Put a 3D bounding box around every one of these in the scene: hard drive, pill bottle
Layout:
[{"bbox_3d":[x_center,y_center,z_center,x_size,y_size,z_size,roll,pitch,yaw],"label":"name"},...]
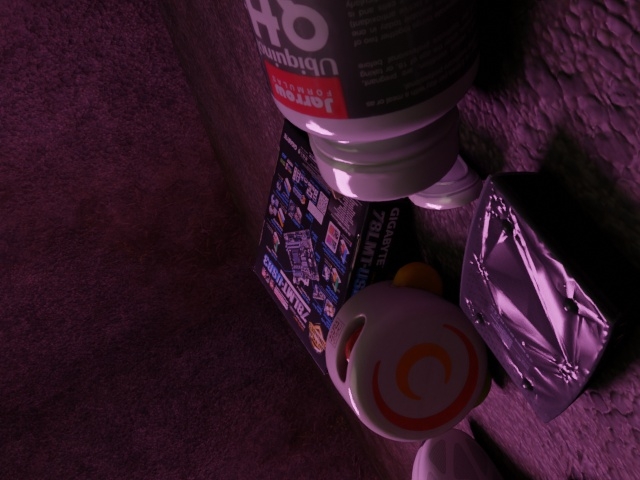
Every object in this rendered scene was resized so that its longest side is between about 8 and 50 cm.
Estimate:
[{"bbox_3d":[0.199,0.057,0.656,0.172,0.054,0.254,57,168,28],"label":"hard drive"},{"bbox_3d":[0.030,-0.189,0.545,0.176,0.176,0.318,53,166,45],"label":"pill bottle"}]

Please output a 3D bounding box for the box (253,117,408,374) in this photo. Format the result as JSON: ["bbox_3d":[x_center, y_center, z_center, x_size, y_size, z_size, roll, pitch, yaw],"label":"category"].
[{"bbox_3d":[0.000,0.000,1.104,0.295,0.074,0.293,50,136,50],"label":"box"}]

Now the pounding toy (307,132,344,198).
[{"bbox_3d":[0.045,-0.123,0.915,0.141,0.100,0.130,-113,3,-58],"label":"pounding toy"}]

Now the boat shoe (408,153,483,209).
[{"bbox_3d":[0.109,-0.088,0.747,0.184,0.066,0.063,-116,3,-63],"label":"boat shoe"}]

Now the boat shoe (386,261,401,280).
[{"bbox_3d":[0.077,0.059,1.167,0.307,0.111,0.104,-153,57,-63],"label":"boat shoe"}]

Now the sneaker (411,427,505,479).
[{"bbox_3d":[0.255,0.413,0.984,0.447,0.169,0.257,-104,14,-45],"label":"sneaker"}]

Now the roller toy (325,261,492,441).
[{"bbox_3d":[0.108,0.152,0.954,0.209,0.191,0.146,66,170,-17],"label":"roller toy"}]
